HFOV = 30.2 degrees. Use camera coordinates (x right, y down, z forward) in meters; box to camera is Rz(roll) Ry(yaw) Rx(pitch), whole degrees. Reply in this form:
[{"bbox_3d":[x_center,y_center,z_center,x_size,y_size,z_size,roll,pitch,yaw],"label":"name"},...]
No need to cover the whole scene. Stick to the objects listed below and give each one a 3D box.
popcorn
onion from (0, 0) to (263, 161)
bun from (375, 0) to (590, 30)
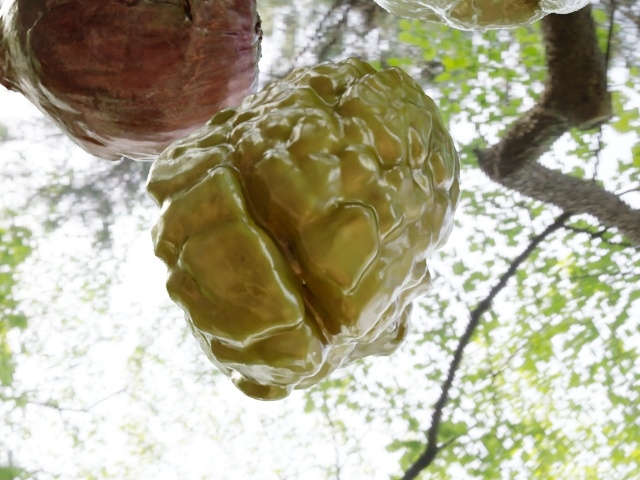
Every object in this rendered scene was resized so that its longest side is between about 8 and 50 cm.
[{"bbox_3d":[0.000,0.000,0.725,0.200,0.226,0.203,-20,-63,1],"label":"popcorn"},{"bbox_3d":[-0.196,-0.181,1.077,0.283,0.120,0.227,-8,-90,9],"label":"onion"},{"bbox_3d":[0.156,-0.323,1.067,0.365,0.365,0.219,-22,-121,31],"label":"bun"}]
